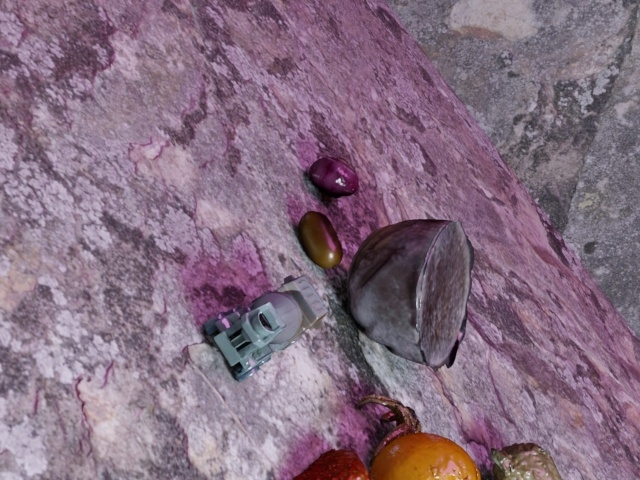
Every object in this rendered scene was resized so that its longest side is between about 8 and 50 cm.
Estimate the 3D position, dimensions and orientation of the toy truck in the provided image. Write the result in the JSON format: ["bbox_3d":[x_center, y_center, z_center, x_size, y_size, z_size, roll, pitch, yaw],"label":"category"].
[{"bbox_3d":[-0.075,0.128,1.494,0.108,0.140,0.257,57,26,5],"label":"toy truck"}]

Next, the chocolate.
[{"bbox_3d":[0.157,0.095,1.839,0.303,0.213,0.303,-22,116,-58],"label":"chocolate"}]

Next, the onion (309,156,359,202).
[{"bbox_3d":[0.027,-0.130,2.025,0.115,0.115,0.104,22,86,-48],"label":"onion"}]

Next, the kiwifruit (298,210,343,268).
[{"bbox_3d":[0.000,0.000,1.844,0.075,0.075,0.124,3,54,-58],"label":"kiwifruit"}]

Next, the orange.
[{"bbox_3d":[0.168,0.403,1.533,0.193,0.193,0.161,37,9,-31],"label":"orange"}]

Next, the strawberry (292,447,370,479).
[{"bbox_3d":[0.038,0.396,1.408,0.175,0.107,0.235,32,34,-39],"label":"strawberry"}]

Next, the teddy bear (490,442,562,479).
[{"bbox_3d":[0.414,0.519,1.840,0.267,0.156,0.256,23,39,-45],"label":"teddy bear"}]

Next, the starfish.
[{"bbox_3d":[0.140,0.364,1.659,0.146,0.074,0.189,27,39,-53],"label":"starfish"}]
